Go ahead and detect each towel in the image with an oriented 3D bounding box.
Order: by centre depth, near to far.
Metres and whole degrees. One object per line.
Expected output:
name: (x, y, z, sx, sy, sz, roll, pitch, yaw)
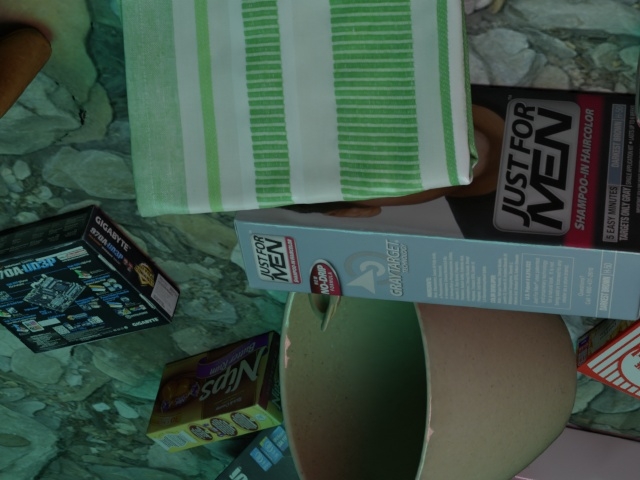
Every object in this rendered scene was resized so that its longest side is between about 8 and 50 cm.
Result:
towel: (-0.027, -0.153, 1.361, 0.325, 0.248, 0.038, -3, -175, 20)

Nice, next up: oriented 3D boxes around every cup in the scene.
cup: (0.131, 0.145, 1.644, 0.237, 0.331, 0.331, 0, 149, -26)

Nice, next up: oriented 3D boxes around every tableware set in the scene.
tableware set: (0.000, 0.000, 1.600, 0.020, 0.169, 0.141, -8, 137, -31)

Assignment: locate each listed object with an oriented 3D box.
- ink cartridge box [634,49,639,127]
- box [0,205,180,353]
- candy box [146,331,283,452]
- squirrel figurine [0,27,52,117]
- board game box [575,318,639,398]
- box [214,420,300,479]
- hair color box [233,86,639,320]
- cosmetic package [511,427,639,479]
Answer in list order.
ink cartridge box: (0.449, -0.089, 1.362, 0.226, 0.131, 0.306, -18, 135, 33)
box: (-0.304, 0.052, 1.817, 0.220, 0.051, 0.175, -14, 136, 30)
candy box: (-0.122, 0.189, 1.899, 0.186, 0.109, 0.053, -20, 133, 36)
squirrel figurine: (-0.513, -0.158, 1.432, 0.397, 0.281, 0.370, -26, 123, 36)
board game box: (0.398, 0.114, 1.710, 0.146, 0.045, 0.193, 24, 142, -15)
box: (0.050, 0.339, 1.954, 0.318, 0.097, 0.395, 47, 140, 5)
hair color box: (0.122, -0.044, 1.463, 0.374, 0.185, 0.113, 4, 144, 10)
cosmetic package: (0.336, 0.358, 2.004, 0.377, 0.097, 0.284, 12, 141, 1)
